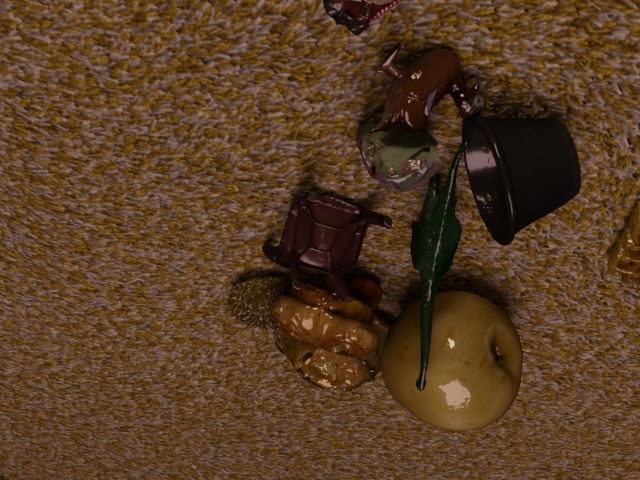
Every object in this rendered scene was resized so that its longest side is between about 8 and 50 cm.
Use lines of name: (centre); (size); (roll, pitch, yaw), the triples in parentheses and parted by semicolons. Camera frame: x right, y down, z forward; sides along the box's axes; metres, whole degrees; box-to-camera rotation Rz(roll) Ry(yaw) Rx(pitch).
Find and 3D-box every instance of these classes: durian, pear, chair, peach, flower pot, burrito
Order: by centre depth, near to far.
burrito: (0.126, -0.139, 1.427); (0.144, 0.229, 0.089); (6, 110, 2)
flower pot: (0.344, -0.122, 1.450); (0.148, 0.235, 0.235); (-16, 139, -4)
chair: (0.000, 0.000, 1.702); (0.176, 0.183, 0.326); (18, -176, -14)
pear: (0.275, 0.255, 1.831); (0.310, 0.309, 0.309); (4, 140, 4)
peach: (0.091, 0.110, 1.860); (0.098, 0.061, 0.098); (21, 155, 10)
durian: (-0.139, 0.161, 1.930); (0.147, 0.102, 0.208); (3, 145, 0)

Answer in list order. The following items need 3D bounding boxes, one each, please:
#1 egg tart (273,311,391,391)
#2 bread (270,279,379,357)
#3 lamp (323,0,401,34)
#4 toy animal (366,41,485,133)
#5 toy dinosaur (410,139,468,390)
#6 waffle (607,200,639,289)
egg tart: (0.036, 0.267, 2.012); (0.315, 0.120, 0.315); (5, 140, 4)
bread: (0.014, 0.170, 1.810); (0.236, 0.120, 0.198); (20, 168, 8)
lamp: (0.111, -0.398, 1.208); (0.253, 0.118, 0.118); (-28, 129, 37)
toy animal: (0.162, -0.224, 1.378); (0.179, 0.188, 0.089); (36, 178, -9)
toy dinosaur: (0.209, 0.047, 1.578); (0.087, 0.300, 0.447); (7, 143, 2)
waffle: (0.685, 0.025, 1.669); (0.229, 0.057, 0.219); (8, 141, -2)
